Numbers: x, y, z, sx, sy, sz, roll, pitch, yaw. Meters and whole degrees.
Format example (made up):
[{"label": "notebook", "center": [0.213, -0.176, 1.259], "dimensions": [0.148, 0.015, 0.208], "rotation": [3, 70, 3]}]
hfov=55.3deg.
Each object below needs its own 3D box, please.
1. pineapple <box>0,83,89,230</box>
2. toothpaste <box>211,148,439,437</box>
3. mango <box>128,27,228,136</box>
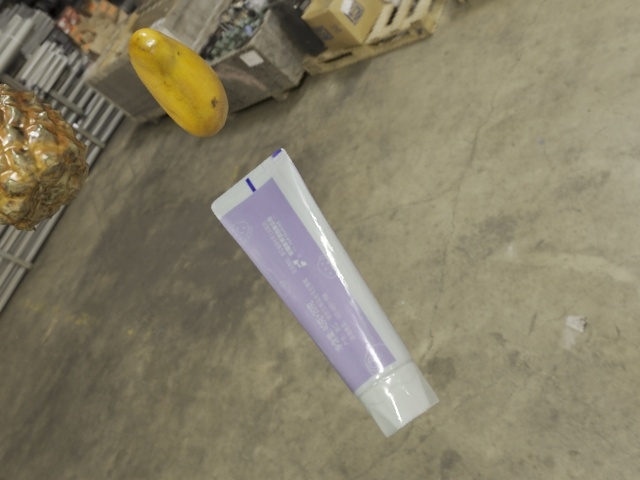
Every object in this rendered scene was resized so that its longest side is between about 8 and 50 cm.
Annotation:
[{"label": "pineapple", "center": [-0.379, -0.108, 0.717], "dimensions": [0.166, 0.193, 0.166], "rotation": [-49, -9, -10]}, {"label": "toothpaste", "center": [0.003, 0.057, 0.743], "dimensions": [0.125, 0.080, 0.371], "rotation": [-39, 74, 9]}, {"label": "mango", "center": [-0.252, -0.291, 1.109], "dimensions": [0.157, 0.262, 0.109], "rotation": [35, 75, 29]}]
